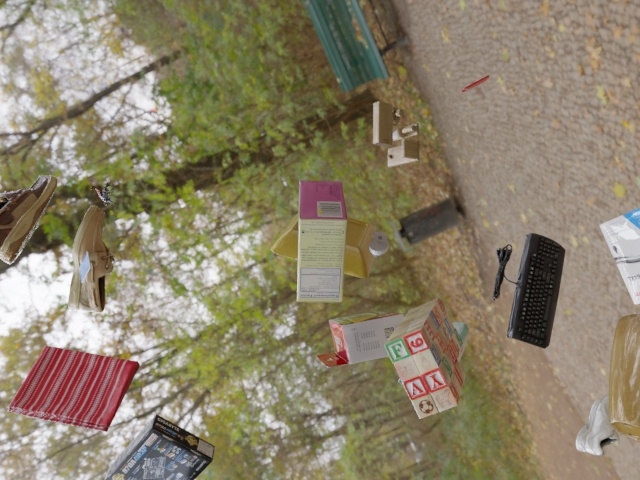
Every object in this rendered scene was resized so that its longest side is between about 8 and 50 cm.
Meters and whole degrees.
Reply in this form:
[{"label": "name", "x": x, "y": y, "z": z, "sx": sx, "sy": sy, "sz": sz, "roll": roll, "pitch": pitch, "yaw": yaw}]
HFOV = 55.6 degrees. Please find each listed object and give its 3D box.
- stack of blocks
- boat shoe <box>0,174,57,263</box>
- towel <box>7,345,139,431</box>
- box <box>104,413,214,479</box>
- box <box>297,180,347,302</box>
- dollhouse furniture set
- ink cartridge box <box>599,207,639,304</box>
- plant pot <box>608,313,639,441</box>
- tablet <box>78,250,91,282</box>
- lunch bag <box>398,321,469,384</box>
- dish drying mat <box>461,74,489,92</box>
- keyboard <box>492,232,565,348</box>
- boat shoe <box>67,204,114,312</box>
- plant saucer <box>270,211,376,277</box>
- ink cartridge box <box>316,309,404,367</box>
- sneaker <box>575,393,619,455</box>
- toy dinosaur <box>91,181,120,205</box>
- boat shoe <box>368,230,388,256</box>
[{"label": "stack of blocks", "x": 0.248, "y": 0.252, "z": 1.363, "sx": 0.171, "sy": 0.087, "sz": 0.297, "roll": 63, "pitch": -160, "yaw": 1}, {"label": "boat shoe", "x": -0.748, "y": -0.079, "z": 1.489, "sx": 0.123, "sy": 0.123, "sz": 0.342, "roll": 27, "pitch": -150, "yaw": -20}, {"label": "towel", "x": -0.616, "y": 0.366, "z": 1.528, "sx": 0.031, "sy": 0.274, "sz": 0.199, "roll": 89, "pitch": -168, "yaw": -46}, {"label": "box", "x": -0.393, "y": 0.548, "z": 1.486, "sx": 0.175, "sy": 0.220, "sz": 0.051, "roll": 35, "pitch": -160, "yaw": -17}, {"label": "box", "x": 0.000, "y": 0.000, "z": 1.560, "sx": 0.213, "sy": 0.117, "sz": 0.243, "roll": -93, "pitch": 6, "yaw": -60}, {"label": "dollhouse furniture set", "x": 0.182, "y": -0.296, "z": 1.715, "sx": 0.123, "sy": 0.151, "sz": 0.144, "roll": -6, "pitch": 81, "yaw": 54}, {"label": "ink cartridge box", "x": 0.750, "y": 0.026, "z": 1.367, "sx": 0.148, "sy": 0.085, "sz": 0.203, "roll": -39, "pitch": 67, "yaw": 60}, {"label": "plant pot", "x": 0.792, "y": 0.345, "z": 1.441, "sx": 0.237, "sy": 0.254, "sz": 0.237, "roll": 26, "pitch": 160, "yaw": 10}, {"label": "tablet", "x": -0.654, "y": 0.074, "z": 1.684, "sx": 0.006, "sy": 0.083, "sz": 0.054, "roll": 3, "pitch": -127, "yaw": -38}, {"label": "lunch bag", "x": 0.433, "y": 0.432, "z": 2.232, "sx": 0.160, "sy": 0.223, "sz": 0.262, "roll": 38, "pitch": 133, "yaw": 8}, {"label": "dish drying mat", "x": 0.433, "y": -0.436, "z": 1.691, "sx": 0.008, "sy": 0.083, "sz": 0.032, "roll": 60, "pitch": 166, "yaw": 7}, {"label": "keyboard", "x": 0.577, "y": 0.127, "z": 1.706, "sx": 0.033, "sy": 0.201, "sz": 0.317, "roll": 110, "pitch": 177, "yaw": -72}, {"label": "boat shoe", "x": -0.658, "y": 0.057, "z": 1.780, "sx": 0.122, "sy": 0.110, "sz": 0.341, "roll": -92, "pitch": 17, "yaw": -63}, {"label": "plant saucer", "x": 0.034, "y": -0.015, "z": 2.073, "sx": 0.333, "sy": 0.332, "sz": 0.081, "roll": -61, "pitch": -15, "yaw": -63}, {"label": "ink cartridge box", "x": 0.123, "y": 0.323, "z": 2.035, "sx": 0.309, "sy": 0.271, "sz": 0.130, "roll": 148, "pitch": 111, "yaw": -81}, {"label": "sneaker", "x": 0.973, "y": 0.637, "z": 2.072, "sx": 0.115, "sy": 0.232, "sz": 0.090, "roll": 18, "pitch": 156, "yaw": 44}, {"label": "toy dinosaur", "x": -0.611, "y": -0.129, "z": 1.717, "sx": 0.082, "sy": 0.090, "sz": 0.047, "roll": -48, "pitch": 42, "yaw": 42}, {"label": "boat shoe", "x": 0.148, "y": 0.017, "z": 1.532, "sx": 0.142, "sy": 0.049, "sz": 0.040, "roll": -65, "pitch": -19, "yaw": -69}]
